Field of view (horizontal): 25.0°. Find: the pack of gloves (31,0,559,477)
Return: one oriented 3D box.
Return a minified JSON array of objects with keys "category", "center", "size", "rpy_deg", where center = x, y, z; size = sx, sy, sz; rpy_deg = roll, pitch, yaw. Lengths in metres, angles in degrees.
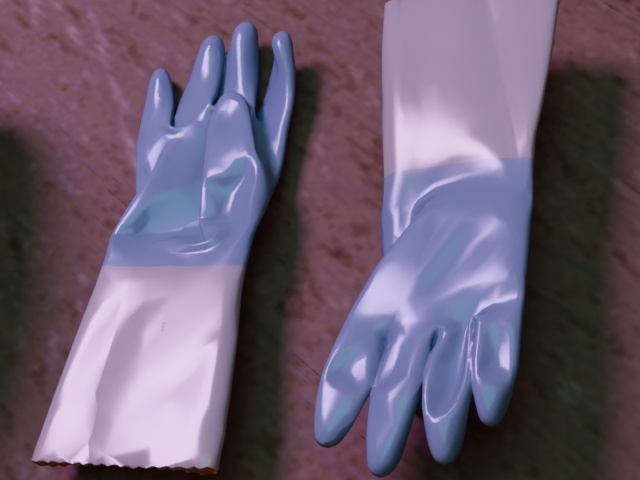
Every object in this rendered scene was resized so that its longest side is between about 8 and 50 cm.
[{"category":"pack of gloves","center":[0.000,0.000,0.616],"size":[0.195,0.046,0.232],"rpy_deg":[-2,57,22]}]
